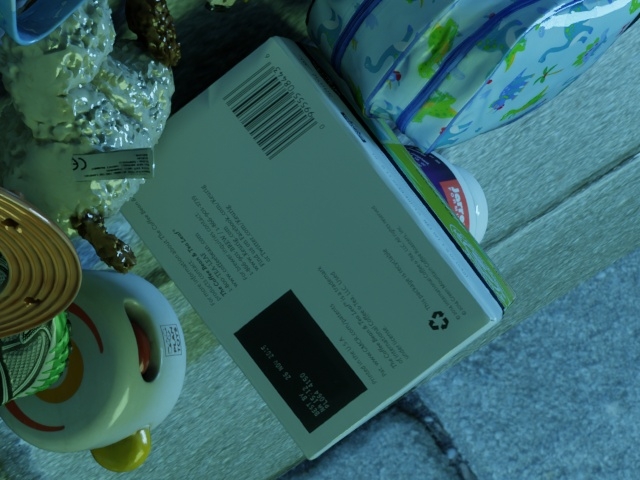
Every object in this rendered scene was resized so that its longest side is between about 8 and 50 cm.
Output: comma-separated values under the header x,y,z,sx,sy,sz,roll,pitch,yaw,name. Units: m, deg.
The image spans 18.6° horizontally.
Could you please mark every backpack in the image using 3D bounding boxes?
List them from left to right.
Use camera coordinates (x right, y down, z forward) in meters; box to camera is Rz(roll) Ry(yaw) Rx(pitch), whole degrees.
x,y,z,sx,sy,sz,roll,pitch,yaw,name
0.158,-0.229,1.851,0.356,0.273,0.290,-2,153,-40,backpack

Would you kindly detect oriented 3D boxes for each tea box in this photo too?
x,y,z,sx,sy,sz,roll,pitch,yaw,name
0.000,0.000,1.876,0.220,0.329,0.323,-38,177,8,tea box

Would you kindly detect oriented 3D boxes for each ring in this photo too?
x,y,z,sx,sy,sz,roll,pitch,yaw,name
-0.357,0.004,1.552,0.337,0.032,0.336,1,153,1,ring

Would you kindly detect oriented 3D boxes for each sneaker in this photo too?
x,y,z,sx,sy,sz,roll,pitch,yaw,name
-0.371,0.131,1.966,0.146,0.134,0.343,-13,153,-50,sneaker

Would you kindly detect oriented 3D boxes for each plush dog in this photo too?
x,y,z,sx,sy,sz,roll,pitch,yaw,name
-0.197,-0.096,1.641,0.262,0.210,0.225,-43,-172,30,plush dog

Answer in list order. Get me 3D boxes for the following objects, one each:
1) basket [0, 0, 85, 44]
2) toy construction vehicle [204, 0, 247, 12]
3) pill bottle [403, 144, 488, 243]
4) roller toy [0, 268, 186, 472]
x,y,z,sx,sy,sz,roll,pitch,yaw,name
-0.107,-0.273,1.243,0.289,0.201,0.255,-40,166,-17,basket
-0.071,-0.243,1.699,0.086,0.035,0.098,-55,159,23,toy construction vehicle
0.061,-0.016,2.296,0.323,0.181,0.181,-12,152,-52,pill bottle
-0.245,0.127,2.083,0.191,0.209,0.146,-61,157,14,roller toy
